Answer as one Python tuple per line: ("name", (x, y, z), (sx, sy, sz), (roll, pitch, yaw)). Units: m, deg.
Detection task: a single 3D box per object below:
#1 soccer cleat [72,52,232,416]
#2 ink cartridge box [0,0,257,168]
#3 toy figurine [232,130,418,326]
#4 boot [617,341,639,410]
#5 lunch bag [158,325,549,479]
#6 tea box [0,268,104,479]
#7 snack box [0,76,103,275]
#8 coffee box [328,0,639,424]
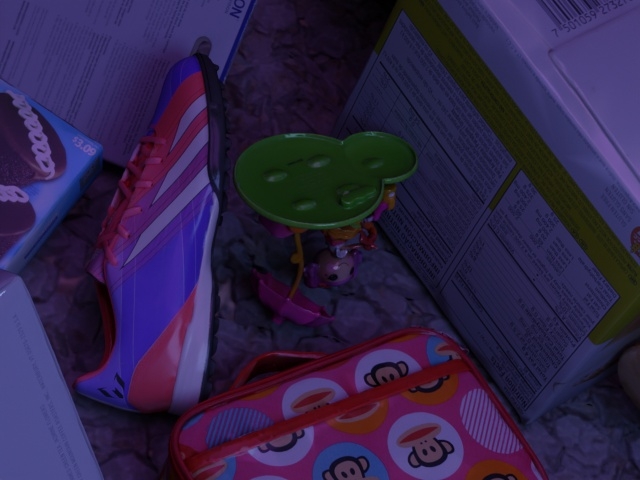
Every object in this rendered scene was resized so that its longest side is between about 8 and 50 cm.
("soccer cleat", (-0.142, -0.011, 1.630), (0.116, 0.108, 0.318), (5, 80, -10))
("ink cartridge box", (-0.186, -0.188, 1.723), (0.224, 0.223, 0.045), (24, 12, 0))
("toy figurine", (0.000, 0.000, 1.673), (0.173, 0.159, 0.130), (-21, 47, -30))
("boot", (0.401, 0.099, 1.723), (0.295, 0.104, 0.211), (33, 60, -22))
("lunch bag", (0.020, 0.196, 1.584), (0.293, 0.120, 0.258), (-19, 61, -24))
("tea box", (-0.387, 0.156, 1.340), (0.323, 0.220, 0.329), (-36, 34, -31))
("snack box", (-0.373, -0.091, 1.662), (0.322, 0.060, 0.187), (33, 69, 7))
("coffee box", (0.263, -0.101, 1.702), (0.337, 0.334, 0.338), (-26, 70, -29))
